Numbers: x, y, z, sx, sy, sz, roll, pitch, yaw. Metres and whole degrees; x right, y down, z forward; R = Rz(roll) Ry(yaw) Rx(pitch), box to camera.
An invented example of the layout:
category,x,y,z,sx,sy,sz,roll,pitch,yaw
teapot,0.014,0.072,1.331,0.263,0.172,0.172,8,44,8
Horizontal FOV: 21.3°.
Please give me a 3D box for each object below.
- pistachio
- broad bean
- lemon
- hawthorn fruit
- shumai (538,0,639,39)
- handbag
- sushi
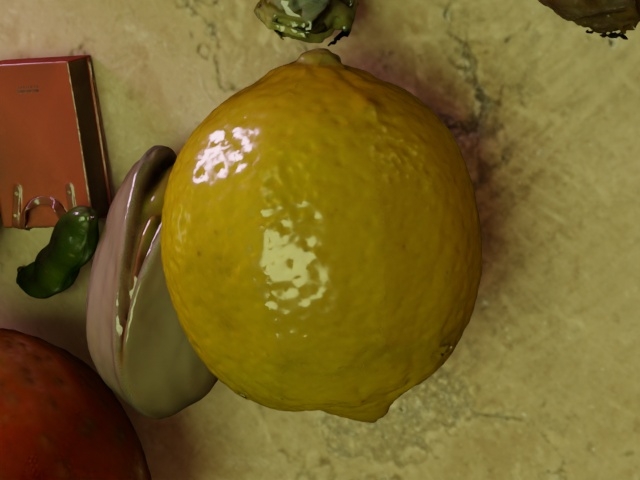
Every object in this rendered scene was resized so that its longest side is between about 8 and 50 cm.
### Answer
category,x,y,z,sx,sy,sz,roll,pitch,yaw
pistachio,-0.169,0.045,1.796,0.166,0.197,0.288,7,100,21
broad bean,-0.290,0.022,1.885,0.254,0.046,0.065,-38,60,58
lemon,0.000,0.002,1.635,0.336,0.336,0.336,9,112,24
hawthorn fruit,-0.348,0.296,1.860,0.403,0.403,0.402,9,112,24
shumai,0.226,-0.317,1.457,0.185,0.184,0.218,-55,41,46
handbag,-0.304,-0.106,1.891,0.127,0.063,0.190,1,106,27
sushi,-0.023,-0.331,1.625,0.139,0.131,0.291,14,122,21
